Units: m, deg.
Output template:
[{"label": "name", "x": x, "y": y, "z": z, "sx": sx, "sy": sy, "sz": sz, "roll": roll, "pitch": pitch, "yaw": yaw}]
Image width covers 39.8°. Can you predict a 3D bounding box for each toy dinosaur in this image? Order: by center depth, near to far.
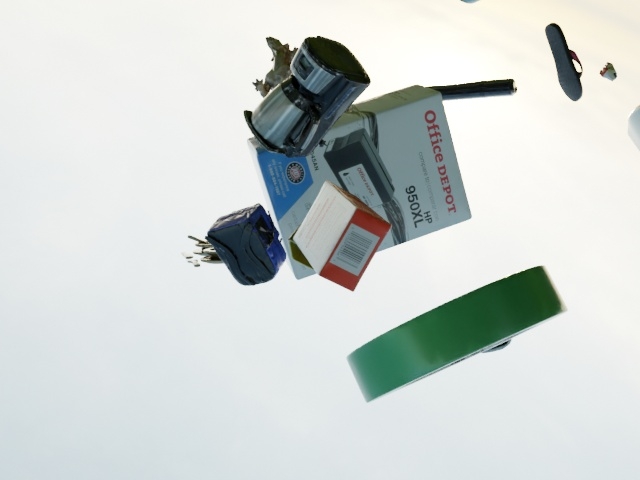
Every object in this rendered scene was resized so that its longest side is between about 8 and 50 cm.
[{"label": "toy dinosaur", "x": -0.068, "y": -0.340, "z": 2.068, "sx": 0.127, "sy": 0.295, "sz": 0.200, "roll": -3, "pitch": -173, "yaw": 16}]

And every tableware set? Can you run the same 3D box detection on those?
[{"label": "tableware set", "x": -0.193, "y": 0.013, "z": 1.674, "sx": 0.128, "sy": 0.039, "sz": 0.194, "roll": -6, "pitch": -172, "yaw": -16}]

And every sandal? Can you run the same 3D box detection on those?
[{"label": "sandal", "x": 0.525, "y": -0.379, "z": 1.870, "sx": 0.040, "sy": 0.179, "sz": 0.067, "roll": -28, "pitch": -161, "yaw": -16}]

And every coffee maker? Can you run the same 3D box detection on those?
[{"label": "coffee maker", "x": -0.012, "y": -0.232, "z": 1.419, "sx": 0.120, "sy": 0.178, "sz": 0.171, "roll": 47, "pitch": -151, "yaw": 5}]

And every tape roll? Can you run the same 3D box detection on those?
[{"label": "tape roll", "x": 0.197, "y": 0.138, "z": 1.292, "sx": 0.321, "sy": 0.321, "sz": 0.077, "roll": -12, "pitch": -107, "yaw": -49}]

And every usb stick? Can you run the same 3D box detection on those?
[{"label": "usb stick", "x": 0.345, "y": -0.368, "z": 2.191, "sx": 0.278, "sy": 0.045, "sz": 0.077, "roll": -2, "pitch": -170, "yaw": 19}]

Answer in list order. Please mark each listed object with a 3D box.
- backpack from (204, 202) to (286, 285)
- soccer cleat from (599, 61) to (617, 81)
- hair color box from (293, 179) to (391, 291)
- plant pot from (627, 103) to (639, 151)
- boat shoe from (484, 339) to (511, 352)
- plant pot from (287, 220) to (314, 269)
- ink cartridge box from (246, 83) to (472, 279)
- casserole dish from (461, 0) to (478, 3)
[{"label": "backpack", "x": -0.108, "y": 0.007, "z": 1.448, "sx": 0.098, "sy": 0.120, "sz": 0.101, "roll": -14, "pitch": -156, "yaw": 32}, {"label": "soccer cleat", "x": 0.600, "y": -0.348, "z": 1.836, "sx": 0.036, "sy": 0.029, "sz": 0.083, "roll": 39, "pitch": -152, "yaw": 6}, {"label": "hair color box", "x": 0.023, "y": -0.009, "z": 1.089, "sx": 0.053, "sy": 0.093, "sz": 0.167, "roll": 27, "pitch": -172, "yaw": -19}, {"label": "plant pot", "x": 0.648, "y": -0.198, "z": 1.556, "sx": 0.165, "sy": 0.166, "sz": 0.234, "roll": 63, "pitch": -164, "yaw": 17}, {"label": "boat shoe", "x": 0.281, "y": 0.193, "z": 1.814, "sx": 0.228, "sy": 0.079, "sz": 0.081, "roll": -3, "pitch": -174, "yaw": 10}, {"label": "plant pot", "x": 0.000, "y": 0.000, "z": 1.562, "sx": 0.082, "sy": 0.081, "sz": 0.083, "roll": 25, "pitch": -113, "yaw": 15}, {"label": "ink cartridge box", "x": 0.082, "y": -0.127, "z": 1.836, "sx": 0.395, "sy": 0.285, "sz": 0.166, "roll": -19, "pitch": -161, "yaw": -6}, {"label": "casserole dish", "x": 0.197, "y": -0.405, "z": 1.235, "sx": 0.188, "sy": 0.114, "sz": 0.037, "roll": 17, "pitch": 180, "yaw": -41}]
